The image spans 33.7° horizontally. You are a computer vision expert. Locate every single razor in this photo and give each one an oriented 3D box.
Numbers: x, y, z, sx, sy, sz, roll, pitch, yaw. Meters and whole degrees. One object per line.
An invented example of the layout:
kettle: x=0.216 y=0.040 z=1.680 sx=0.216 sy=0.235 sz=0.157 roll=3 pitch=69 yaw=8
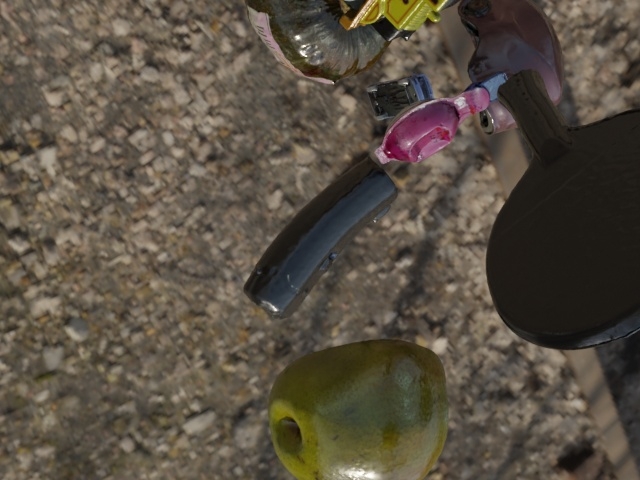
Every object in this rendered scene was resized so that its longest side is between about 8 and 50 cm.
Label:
razor: x=-0.002 y=-0.004 z=1.879 sx=0.327 sy=0.107 sz=0.189 roll=-47 pitch=172 yaw=-4

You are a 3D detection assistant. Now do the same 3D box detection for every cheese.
cheese: x=0.196 y=-0.198 z=1.713 sx=0.244 sy=0.062 sz=0.155 roll=-31 pitch=154 yaw=8

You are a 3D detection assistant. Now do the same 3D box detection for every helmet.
helmet: x=0.399 y=-0.389 z=2.195 sx=0.197 sy=0.338 sz=0.271 roll=-11 pitch=146 yaw=14

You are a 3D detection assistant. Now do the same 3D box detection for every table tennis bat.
table tennis bat: x=0.147 y=-0.033 z=0.611 sx=0.150 sy=0.236 sz=0.027 roll=-40 pitch=122 yaw=20

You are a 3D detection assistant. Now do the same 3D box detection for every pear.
pear: x=0.033 y=0.141 z=0.785 sx=0.141 sy=0.104 sz=0.141 roll=-8 pitch=156 yaw=-4

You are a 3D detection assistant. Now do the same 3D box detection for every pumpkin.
pumpkin: x=0.023 y=-0.362 z=1.555 sx=0.260 sy=0.189 sz=0.260 roll=-22 pitch=125 yaw=-34

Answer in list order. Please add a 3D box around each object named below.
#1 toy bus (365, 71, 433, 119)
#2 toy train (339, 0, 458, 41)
toy bus: x=0.156 y=-0.276 z=1.992 sx=0.076 sy=0.167 sz=0.073 roll=-25 pitch=104 yaw=-25
toy train: x=0.101 y=-0.304 z=1.217 sx=0.089 sy=0.127 sz=0.219 roll=-39 pitch=176 yaw=-43
